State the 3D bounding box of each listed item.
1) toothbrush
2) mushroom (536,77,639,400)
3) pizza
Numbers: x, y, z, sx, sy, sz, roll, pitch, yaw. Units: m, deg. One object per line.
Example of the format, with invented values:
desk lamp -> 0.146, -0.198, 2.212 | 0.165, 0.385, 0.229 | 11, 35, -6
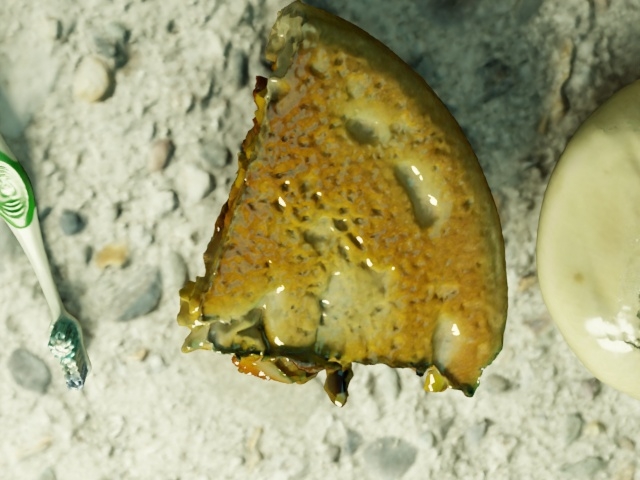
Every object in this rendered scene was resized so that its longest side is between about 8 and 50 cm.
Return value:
toothbrush -> -0.197, -0.041, 1.205 | 0.030, 0.030, 0.304 | -20, 112, -8
mushroom -> 0.265, 0.002, 1.263 | 0.246, 0.202, 0.246 | -2, 104, -7
pizza -> 0.000, 0.000, 1.244 | 0.229, 0.081, 0.289 | -36, 115, -7
